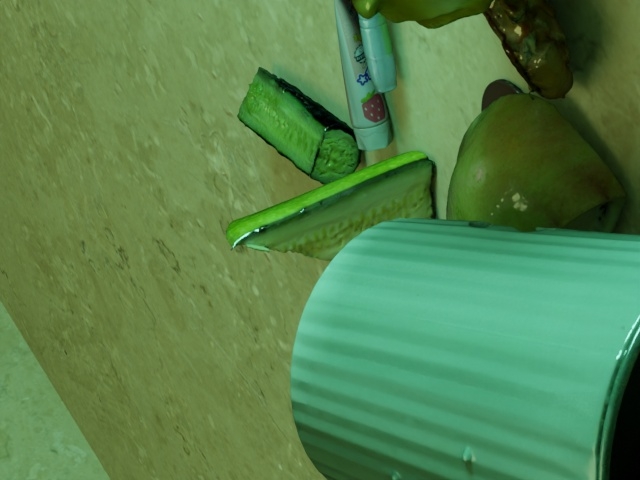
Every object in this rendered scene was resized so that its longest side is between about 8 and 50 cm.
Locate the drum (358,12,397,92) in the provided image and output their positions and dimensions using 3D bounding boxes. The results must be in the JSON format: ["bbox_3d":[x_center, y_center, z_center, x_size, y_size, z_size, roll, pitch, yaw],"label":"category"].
[{"bbox_3d":[0.034,-0.284,2.081,0.130,0.049,0.253,44,149,41],"label":"drum"}]

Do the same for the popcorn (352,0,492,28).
[{"bbox_3d":[0.108,-0.331,1.585,0.325,0.290,0.321,4,115,33],"label":"popcorn"}]

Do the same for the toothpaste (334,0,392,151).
[{"bbox_3d":[0.040,-0.194,2.168,0.067,0.043,0.194,-73,-28,-63],"label":"toothpaste"}]

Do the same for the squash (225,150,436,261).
[{"bbox_3d":[0.000,0.000,2.174,0.093,0.252,0.169,45,150,44],"label":"squash"}]

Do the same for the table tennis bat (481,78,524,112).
[{"bbox_3d":[0.190,-0.088,1.978,0.095,0.014,0.158,40,145,43],"label":"table tennis bat"}]

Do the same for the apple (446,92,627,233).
[{"bbox_3d":[0.180,-0.020,1.926,0.193,0.120,0.265,49,151,23],"label":"apple"}]

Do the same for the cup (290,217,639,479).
[{"bbox_3d":[0.214,0.168,1.705,0.392,0.310,0.401,12,133,44],"label":"cup"}]

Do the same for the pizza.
[{"bbox_3d":[0.174,-0.223,1.809,0.147,0.069,0.226,47,-165,-51],"label":"pizza"}]

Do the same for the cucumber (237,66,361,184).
[{"bbox_3d":[-0.024,-0.137,2.356,0.211,0.062,0.078,43,115,54],"label":"cucumber"}]
